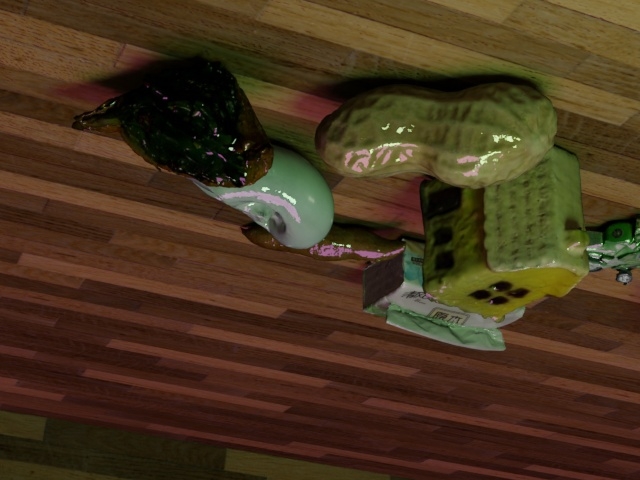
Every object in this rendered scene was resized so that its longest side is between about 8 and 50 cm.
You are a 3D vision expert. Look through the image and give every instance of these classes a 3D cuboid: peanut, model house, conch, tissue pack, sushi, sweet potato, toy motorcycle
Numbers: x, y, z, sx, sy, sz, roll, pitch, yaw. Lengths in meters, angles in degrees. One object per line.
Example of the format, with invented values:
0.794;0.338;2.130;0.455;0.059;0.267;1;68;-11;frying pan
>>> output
0.140;-0.127;1.469;0.298;0.136;0.120;1;136;12;peanut
0.273;-0.014;1.640;0.175;0.193;0.234;25;146;-38;model house
-0.082;-0.070;1.658;0.221;0.121;0.185;30;150;-32;conch
0.202;0.104;1.969;0.229;0.145;0.159;14;155;-20;tissue pack
-0.164;-0.153;1.471;0.287;0.149;0.140;23;-168;23;sushi
0.000;0.000;1.880;0.274;0.067;0.067;7;157;11;sweet potato
0.461;0.009;1.806;0.190;0.074;0.106;-9;143;31;toy motorcycle
